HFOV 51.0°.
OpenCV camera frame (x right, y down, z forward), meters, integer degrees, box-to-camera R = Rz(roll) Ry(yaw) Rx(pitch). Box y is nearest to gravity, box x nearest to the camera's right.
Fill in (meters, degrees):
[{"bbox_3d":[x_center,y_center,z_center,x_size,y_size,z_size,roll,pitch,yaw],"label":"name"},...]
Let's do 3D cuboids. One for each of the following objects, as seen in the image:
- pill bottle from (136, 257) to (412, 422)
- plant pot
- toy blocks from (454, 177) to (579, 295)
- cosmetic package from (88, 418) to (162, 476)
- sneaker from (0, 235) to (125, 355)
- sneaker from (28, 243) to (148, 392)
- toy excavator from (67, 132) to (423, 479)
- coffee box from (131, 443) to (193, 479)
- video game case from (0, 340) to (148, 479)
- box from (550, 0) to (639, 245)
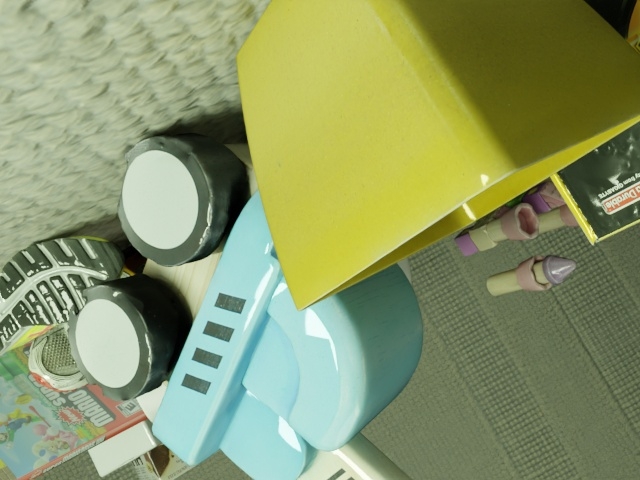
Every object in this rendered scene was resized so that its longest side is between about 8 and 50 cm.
[{"bbox_3d":[-0.092,0.085,0.970,0.407,0.229,0.229,-27,172,-16],"label":"pill bottle"},{"bbox_3d":[0.064,-0.101,0.465,0.212,0.187,0.212,-24,172,-38],"label":"plant pot"},{"bbox_3d":[0.397,-0.098,1.251,0.288,0.309,0.260,-44,-169,-35],"label":"toy blocks"},{"bbox_3d":[-0.347,0.249,1.102,0.117,0.231,0.085,-30,173,11],"label":"cosmetic package"},{"bbox_3d":[-0.282,0.052,0.678,0.208,0.082,0.094,-27,-176,11],"label":"sneaker"},{"bbox_3d":[-0.240,0.068,0.753,0.225,0.088,0.093,-58,-177,-38],"label":"sneaker"},{"bbox_3d":[-0.001,0.164,0.608,0.222,0.445,0.433,-15,133,-59],"label":"toy excavator"},{"bbox_3d":[-0.315,0.297,1.291,0.168,0.297,0.119,-25,175,-37],"label":"coffee box"},{"bbox_3d":[-0.396,0.222,0.900,0.285,0.204,0.025,-19,140,-55],"label":"video game case"},{"bbox_3d":[0.285,-0.179,0.505,0.079,0.257,0.322,-21,170,-41],"label":"box"}]
